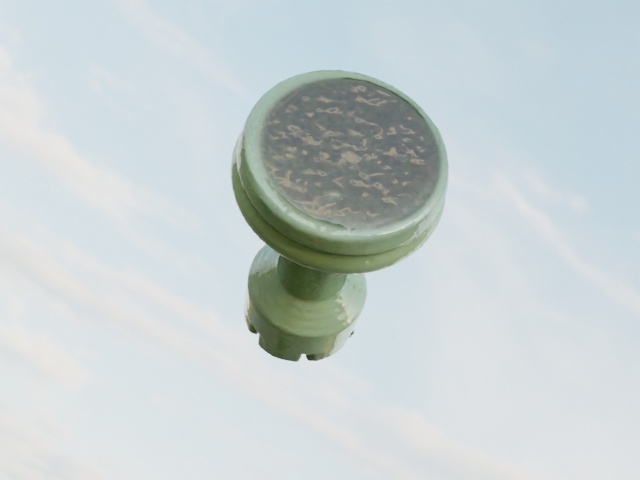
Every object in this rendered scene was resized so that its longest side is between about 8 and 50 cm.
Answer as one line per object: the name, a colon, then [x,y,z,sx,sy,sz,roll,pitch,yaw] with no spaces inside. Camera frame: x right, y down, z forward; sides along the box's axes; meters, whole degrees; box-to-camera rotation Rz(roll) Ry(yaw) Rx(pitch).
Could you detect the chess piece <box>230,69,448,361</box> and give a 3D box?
chess piece: [0.000,0.000,0.442,0.067,0.067,0.103,29,-33,8]
